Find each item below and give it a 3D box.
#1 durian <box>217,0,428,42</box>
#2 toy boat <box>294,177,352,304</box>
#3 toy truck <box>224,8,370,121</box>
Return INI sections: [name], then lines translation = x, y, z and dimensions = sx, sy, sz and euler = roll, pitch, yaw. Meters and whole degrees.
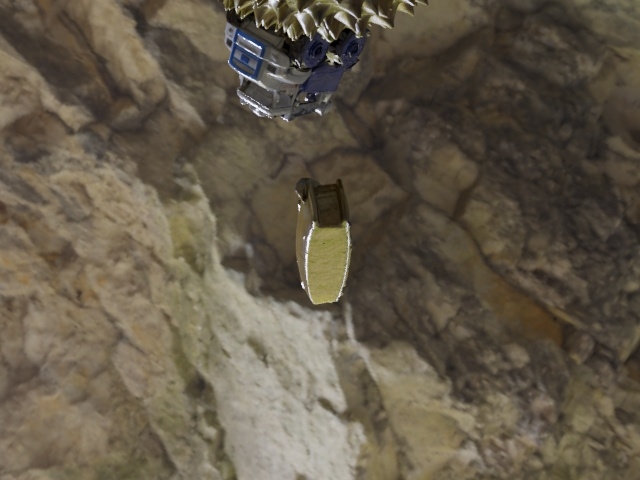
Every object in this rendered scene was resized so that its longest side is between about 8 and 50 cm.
[durian]
translation = 0.026, -0.176, 0.400
dimensions = 0.208, 0.146, 0.102
euler = -56, 30, 32
[toy boat]
translation = 0.000, 0.000, 1.427
dimensions = 0.089, 0.121, 0.321
euler = -9, -33, -7
[toy truck]
translation = -0.047, -0.270, 1.257
dimensions = 0.213, 0.161, 0.177
euler = -18, -44, -51
